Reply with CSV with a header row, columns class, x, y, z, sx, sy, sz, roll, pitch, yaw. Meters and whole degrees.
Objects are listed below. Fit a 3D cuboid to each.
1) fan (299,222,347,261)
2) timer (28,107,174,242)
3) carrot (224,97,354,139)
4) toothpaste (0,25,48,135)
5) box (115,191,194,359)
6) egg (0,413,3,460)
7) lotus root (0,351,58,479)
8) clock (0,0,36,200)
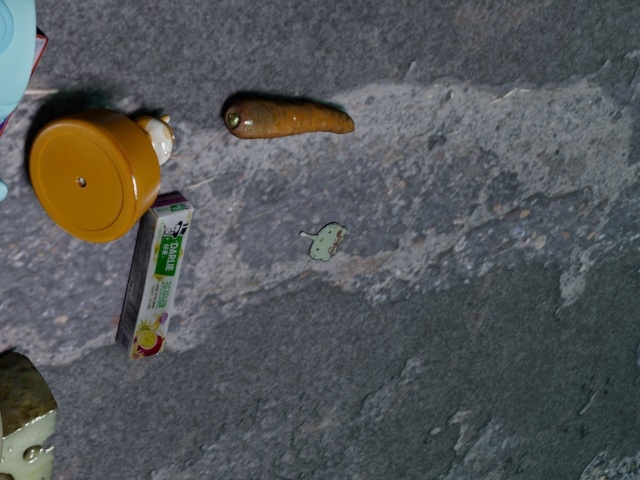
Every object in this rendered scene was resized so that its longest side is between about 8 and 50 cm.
class,x,y,z,sx,sy,sz,roll,pitch,yaw
fan,0.000,0.000,1.971,0.083,0.004,0.056,14,114,-51
timer,-0.197,-0.085,1.617,0.152,0.132,0.132,-39,151,-52
carrot,-0.032,-0.134,1.784,0.191,0.047,0.047,-4,126,-48
toothpaste,-0.358,-0.074,1.478,0.066,0.076,0.320,11,115,-50
box,-0.185,0.042,1.793,0.049,0.041,0.207,-11,131,-35
egg,-0.431,0.217,1.559,0.269,0.219,0.219,-31,144,4
lotus root,-0.357,0.242,1.743,0.138,0.119,0.235,-14,135,-37
clock,-0.309,-0.177,1.288,0.094,0.223,0.274,-11,137,-40
